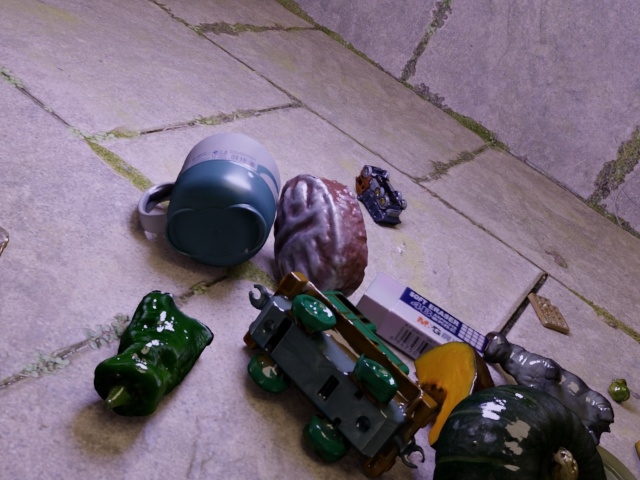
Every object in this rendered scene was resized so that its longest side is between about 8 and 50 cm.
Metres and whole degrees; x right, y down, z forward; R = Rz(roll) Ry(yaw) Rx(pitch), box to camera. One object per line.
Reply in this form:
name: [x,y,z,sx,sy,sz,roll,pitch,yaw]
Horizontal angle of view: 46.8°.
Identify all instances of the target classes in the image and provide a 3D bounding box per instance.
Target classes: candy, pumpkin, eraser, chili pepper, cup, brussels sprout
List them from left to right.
chili pepper: [-0.268,0.184,1.151,0.136,0.099,0.270,52,19,-11]
cup: [-0.230,-0.077,1.530,0.289,0.219,0.258,-3,30,4]
candy: [0.000,0.000,1.565,0.157,0.214,0.290,11,56,-37]
eraser: [0.215,0.190,1.604,0.287,0.086,0.130,33,28,7]
pumpkin: [0.280,0.303,1.361,0.169,0.148,0.312,43,17,-10]
pumpkin: [0.312,0.368,1.135,0.300,0.207,0.300,16,65,-37]
brussels sprout: [0.748,0.373,1.856,0.051,0.046,0.083,29,17,8]

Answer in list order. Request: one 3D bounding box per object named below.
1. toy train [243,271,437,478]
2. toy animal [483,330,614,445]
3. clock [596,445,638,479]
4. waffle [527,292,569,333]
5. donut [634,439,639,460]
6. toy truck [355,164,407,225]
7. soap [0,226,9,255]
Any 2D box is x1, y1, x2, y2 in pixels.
toy train: [0.038,0.224,1.301,0.429,0.178,0.249,43,18,23]
toy animal: [0.472,0.298,1.584,0.343,0.106,0.168,38,4,32]
clock: [0.562,0.494,1.487,0.235,0.029,0.235,23,29,-14]
waffle: [0.634,0.202,2.057,0.092,0.021,0.135,19,30,-17]
donut: [0.822,0.488,1.681,0.259,0.101,0.152,17,24,-14]
toy truck: [0.167,-0.125,2.097,0.083,0.092,0.192,7,42,-35]
soap: [-0.585,0.065,1.054,0.199,0.091,0.315,20,28,-19]
